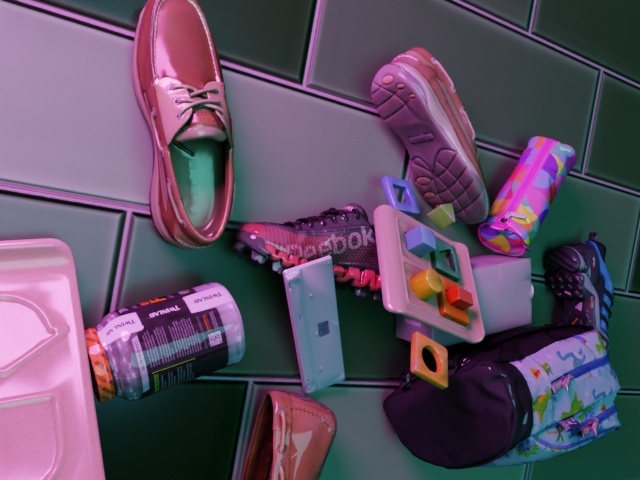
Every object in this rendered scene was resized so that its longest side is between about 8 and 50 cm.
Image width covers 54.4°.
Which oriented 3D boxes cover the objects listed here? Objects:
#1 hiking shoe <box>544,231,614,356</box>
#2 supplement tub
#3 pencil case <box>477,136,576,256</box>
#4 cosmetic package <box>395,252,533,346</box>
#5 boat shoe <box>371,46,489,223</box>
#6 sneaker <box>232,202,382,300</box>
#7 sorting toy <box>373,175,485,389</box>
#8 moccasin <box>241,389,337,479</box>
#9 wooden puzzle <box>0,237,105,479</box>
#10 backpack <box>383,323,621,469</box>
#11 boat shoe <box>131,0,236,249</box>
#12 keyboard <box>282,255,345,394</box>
[{"bbox_3d":[0.548,0.146,1.250,0.132,0.113,0.304,-19,105,-27],"label":"hiking shoe"},{"bbox_3d":[-0.203,0.132,0.806,0.190,0.117,0.117,-16,104,-29],"label":"supplement tub"},{"bbox_3d":[0.370,-0.080,1.115,0.104,0.104,0.236,47,64,-26],"label":"pencil case"},{"bbox_3d":[0.251,0.099,1.080,0.237,0.107,0.127,-6,98,-33],"label":"cosmetic package"},{"bbox_3d":[0.205,-0.166,1.012,0.116,0.123,0.324,-52,126,-30],"label":"boat shoe"},{"bbox_3d":[0.000,0.000,0.922,0.275,0.097,0.135,15,89,-33],"label":"sneaker"},{"bbox_3d":[0.171,0.046,0.923,0.195,0.047,0.348,22,50,-33],"label":"sorting toy"},{"bbox_3d":[-0.093,0.406,0.891,0.146,0.139,0.381,23,84,-29],"label":"moccasin"},{"bbox_3d":[-0.410,0.176,0.649,0.321,0.080,0.348,-4,66,-28],"label":"wooden puzzle"},{"bbox_3d":[0.340,0.258,1.055,0.355,0.290,0.274,-25,80,-40],"label":"backpack"},{"bbox_3d":[-0.159,-0.146,0.797,0.122,0.119,0.324,-11,101,-29],"label":"boat shoe"},{"bbox_3d":[-0.005,0.133,0.922,0.072,0.014,0.256,-22,129,-19],"label":"keyboard"}]
